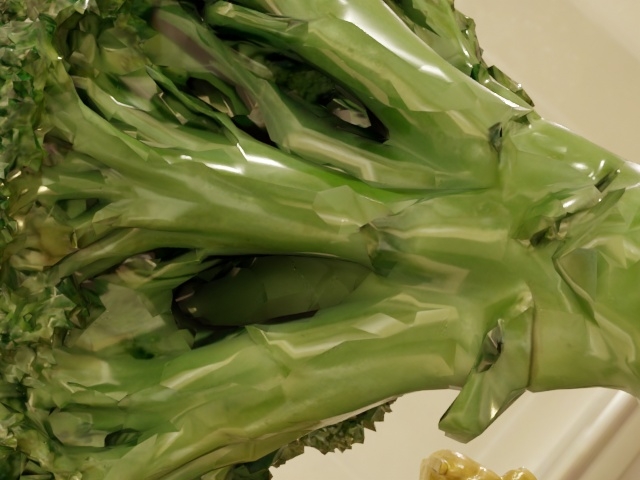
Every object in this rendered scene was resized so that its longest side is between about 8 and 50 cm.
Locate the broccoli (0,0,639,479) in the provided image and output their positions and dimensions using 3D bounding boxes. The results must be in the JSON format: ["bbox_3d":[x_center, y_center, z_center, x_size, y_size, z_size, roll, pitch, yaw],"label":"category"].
[{"bbox_3d":[0.000,0.000,0.433,0.269,0.269,0.254,25,-1,39],"label":"broccoli"}]

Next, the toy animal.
[{"bbox_3d":[0.179,0.256,1.346,0.159,0.070,0.083,15,7,-4],"label":"toy animal"}]
